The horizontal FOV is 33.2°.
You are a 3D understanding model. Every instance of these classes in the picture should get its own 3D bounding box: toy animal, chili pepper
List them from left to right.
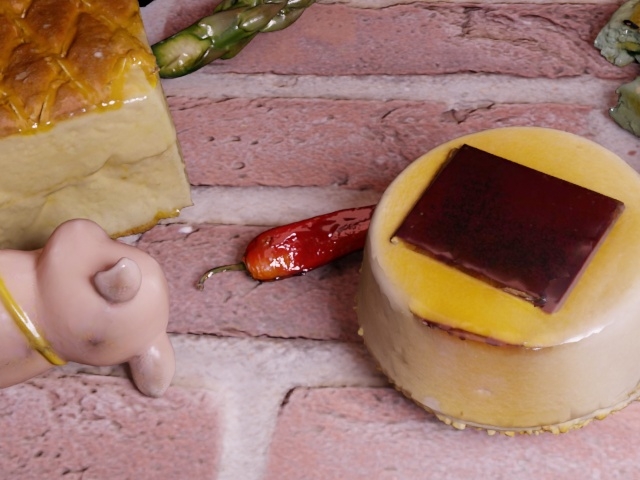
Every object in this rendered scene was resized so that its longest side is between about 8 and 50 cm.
[{"bbox_3d":[-0.266,0.061,1.015,0.248,0.165,0.149,-7,52,11],"label":"toy animal"},{"bbox_3d":[0.000,0.000,1.094,0.268,0.050,0.059,-16,28,5],"label":"chili pepper"}]

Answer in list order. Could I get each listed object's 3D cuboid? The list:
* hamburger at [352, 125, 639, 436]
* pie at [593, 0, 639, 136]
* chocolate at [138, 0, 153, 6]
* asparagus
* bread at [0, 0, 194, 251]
[{"bbox_3d":[0.176,0.038,0.961,0.302,0.170,0.302,-6,50,7],"label":"hamburger"},{"bbox_3d":[0.462,-0.203,1.204,0.303,0.066,0.302,-4,48,5],"label":"pie"},{"bbox_3d":[-0.347,-0.421,1.501,0.343,0.126,0.148,25,17,31],"label":"chocolate"},{"bbox_3d":[-0.085,-0.288,1.360,0.287,0.080,0.080,-37,53,-24],"label":"asparagus"},{"bbox_3d":[-0.305,-0.138,1.165,0.279,0.207,0.279,-14,47,-5],"label":"bread"}]
